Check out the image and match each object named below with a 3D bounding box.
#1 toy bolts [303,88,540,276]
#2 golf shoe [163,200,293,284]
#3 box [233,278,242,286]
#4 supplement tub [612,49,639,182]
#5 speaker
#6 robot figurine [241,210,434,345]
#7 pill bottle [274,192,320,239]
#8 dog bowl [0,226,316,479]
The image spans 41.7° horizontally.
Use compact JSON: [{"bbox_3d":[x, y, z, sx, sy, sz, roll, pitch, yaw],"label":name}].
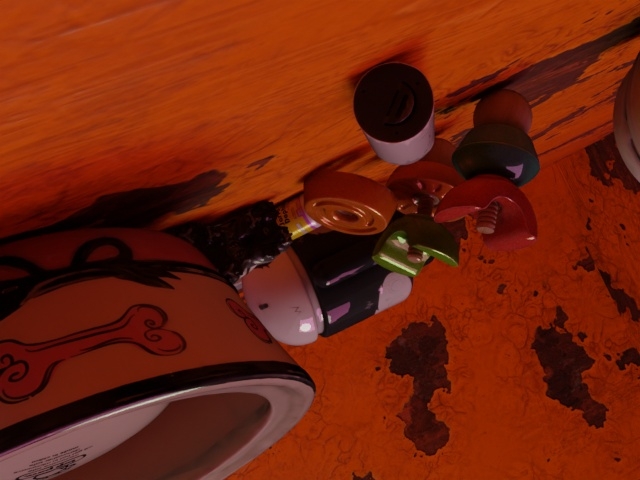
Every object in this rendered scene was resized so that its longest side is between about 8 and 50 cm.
[{"bbox_3d":[0.117,-0.080,0.886,0.218,0.159,0.228,27,155,-31],"label":"toy bolts"},{"bbox_3d":[-0.116,0.023,0.850,0.094,0.077,0.198,-28,174,39],"label":"golf shoe"},{"bbox_3d":[-0.185,0.081,1.426,0.186,0.038,0.145,-20,174,-38],"label":"box"},{"bbox_3d":[0.444,-0.152,0.805,0.235,0.235,0.325,-24,175,-7],"label":"supplement tub"},{"bbox_3d":[0.056,-0.088,0.609,0.055,0.055,0.136,-25,176,7],"label":"speaker"},{"bbox_3d":[0.021,0.037,1.216,0.278,0.174,0.209,-24,141,-15],"label":"robot figurine"},{"bbox_3d":[-0.041,-0.020,0.968,0.083,0.043,0.043,-27,175,18],"label":"pill bottle"},{"bbox_3d":[-0.217,0.143,0.660,0.408,0.150,0.408,-25,159,-10],"label":"dog bowl"}]
